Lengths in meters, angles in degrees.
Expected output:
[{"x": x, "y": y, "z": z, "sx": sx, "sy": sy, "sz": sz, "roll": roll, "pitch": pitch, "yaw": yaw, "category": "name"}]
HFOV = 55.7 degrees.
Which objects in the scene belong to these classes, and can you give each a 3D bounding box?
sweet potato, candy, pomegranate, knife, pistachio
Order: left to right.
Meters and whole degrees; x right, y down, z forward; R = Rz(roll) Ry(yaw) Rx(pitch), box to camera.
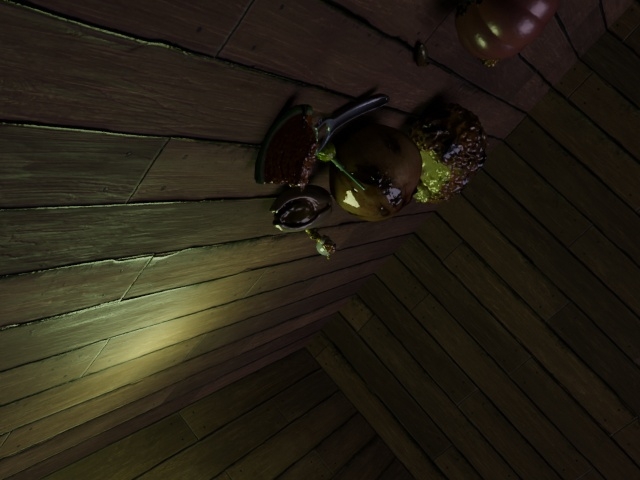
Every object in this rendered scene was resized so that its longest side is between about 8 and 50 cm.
[{"x": -0.059, "y": -0.099, "z": 1.866, "sx": 0.153, "sy": 0.138, "sz": 0.238, "roll": -10, "pitch": -172, "yaw": 40, "category": "pistachio"}, {"x": 0.059, "y": -0.210, "z": 1.733, "sx": 0.058, "sy": 0.194, "sz": 0.062, "roll": -27, "pitch": 159, "yaw": -52, "category": "candy"}, {"x": 0.079, "y": -0.350, "z": 1.675, "sx": 0.278, "sy": 0.053, "sz": 0.123, "roll": -36, "pitch": 159, "yaw": -24, "category": "knife"}, {"x": 0.172, "y": -0.209, "z": 1.875, "sx": 0.322, "sy": 0.322, "sz": 0.322, "roll": -38, "pitch": 164, "yaw": -13, "category": "pomegranate"}, {"x": 0.292, "y": -0.527, "z": 1.746, "sx": 0.041, "sy": 0.038, "sz": 0.153, "roll": -21, "pitch": 170, "yaw": 11, "category": "sweet potato"}]

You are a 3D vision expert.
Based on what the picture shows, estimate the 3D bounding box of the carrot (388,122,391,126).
[{"x": 0.156, "y": -0.276, "z": 2.055, "sx": 0.078, "sy": 0.078, "sz": 0.298, "roll": -20, "pitch": 147, "yaw": -53, "category": "carrot"}]

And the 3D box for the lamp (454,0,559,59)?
[{"x": 0.458, "y": -0.616, "z": 1.536, "sx": 0.305, "sy": 0.239, "sz": 0.305, "roll": -51, "pitch": -156, "yaw": 34, "category": "lamp"}]

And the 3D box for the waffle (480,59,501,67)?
[{"x": 0.632, "y": -0.687, "z": 2.095, "sx": 0.160, "sy": 0.055, "sz": 0.211, "roll": -30, "pitch": 160, "yaw": -34, "category": "waffle"}]

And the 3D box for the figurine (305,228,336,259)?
[{"x": -0.003, "y": -0.001, "z": 2.232, "sx": 0.068, "sy": 0.143, "sz": 0.101, "roll": -47, "pitch": -173, "yaw": 13, "category": "figurine"}]

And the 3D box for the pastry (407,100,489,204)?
[{"x": 0.465, "y": -0.327, "z": 2.241, "sx": 0.337, "sy": 0.292, "sz": 0.405, "roll": -46, "pitch": 158, "yaw": -27, "category": "pastry"}]

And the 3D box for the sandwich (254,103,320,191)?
[{"x": -0.066, "y": -0.226, "z": 1.495, "sx": 0.079, "sy": 0.159, "sz": 0.235, "roll": -13, "pitch": 128, "yaw": -51, "category": "sandwich"}]
